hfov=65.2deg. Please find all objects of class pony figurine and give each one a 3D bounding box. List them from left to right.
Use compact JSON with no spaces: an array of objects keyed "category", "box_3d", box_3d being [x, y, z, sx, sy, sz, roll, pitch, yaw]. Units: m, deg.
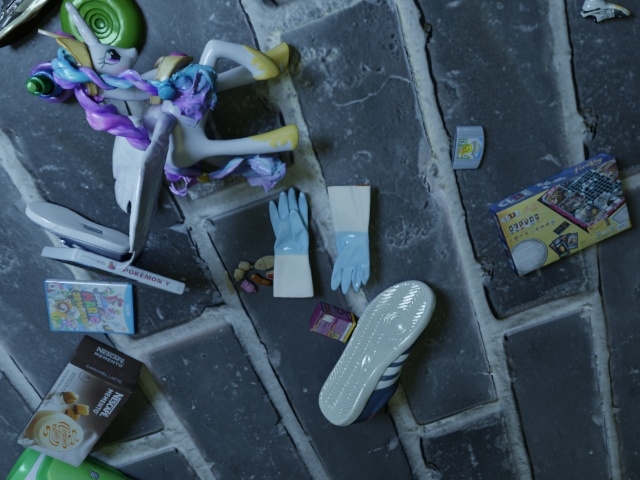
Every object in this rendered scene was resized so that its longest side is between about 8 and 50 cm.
[{"category":"pony figurine","box_3d":[-0.225,-0.164,0.791,0.364,0.303,0.350,-5,117,-27]}]

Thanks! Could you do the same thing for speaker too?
[{"category":"speaker","box_3d":[-0.548,0.569,1.146,0.297,0.131,0.131,37,106,-19]}]

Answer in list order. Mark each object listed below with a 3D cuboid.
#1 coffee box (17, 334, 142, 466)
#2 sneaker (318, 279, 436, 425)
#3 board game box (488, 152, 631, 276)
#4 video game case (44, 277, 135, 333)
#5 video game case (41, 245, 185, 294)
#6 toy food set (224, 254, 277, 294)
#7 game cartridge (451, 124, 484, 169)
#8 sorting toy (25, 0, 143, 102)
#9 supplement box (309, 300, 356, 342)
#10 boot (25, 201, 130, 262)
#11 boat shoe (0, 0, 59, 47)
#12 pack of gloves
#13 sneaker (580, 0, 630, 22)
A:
[{"category":"coffee box","box_3d":[-0.507,0.343,1.064,0.141,0.098,0.246,33,107,-18]},{"category":"sneaker","box_3d":[0.140,0.244,1.081,0.350,0.131,0.148,-54,139,6]},{"category":"board game box","box_3d":[0.483,-0.048,1.010,0.243,0.042,0.165,-25,114,6]},{"category":"video game case","box_3d":[-0.466,0.136,1.020,0.167,0.015,0.119,4,114,-7]},{"category":"video game case","box_3d":[-0.355,0.049,0.852,0.184,0.201,0.023,26,75,-38]},{"category":"toy food set","box_3d":[-0.131,0.069,1.021,0.122,0.019,0.077,-13,115,-8]},{"category":"game cartridge","box_3d":[0.280,-0.176,0.949,0.056,0.017,0.083,-4,115,-7]},{"category":"sorting toy","box_3d":[-0.330,-0.345,0.756,0.365,0.126,0.127,-43,111,13]},{"category":"supplement box","box_3d":[0.025,0.174,1.067,0.083,0.043,0.055,23,110,-15]},{"category":"boot","box_3d":[-0.456,0.003,0.930,0.190,0.069,0.086,27,113,-19]},{"category":"boat shoe","box_3d":[-0.465,-0.361,0.779,0.152,0.056,0.049,-40,107,2]},{"category":"pack of gloves","box_3d":[0.000,0.000,0.998,0.195,0.046,0.231,0,109,4]},{"category":"sneaker","box_3d":[0.489,-0.394,0.865,0.083,0.031,0.036,13,126,-5]}]
